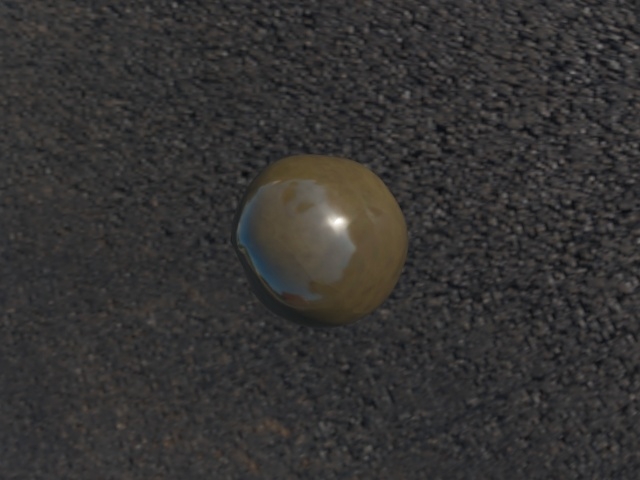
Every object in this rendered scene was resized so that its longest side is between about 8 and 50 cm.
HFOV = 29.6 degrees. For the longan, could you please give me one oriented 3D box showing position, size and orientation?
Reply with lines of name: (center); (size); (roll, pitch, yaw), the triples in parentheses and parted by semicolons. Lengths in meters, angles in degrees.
longan: (0.000, 0.000, 1.358); (0.196, 0.220, 0.197); (-10, 49, 12)
